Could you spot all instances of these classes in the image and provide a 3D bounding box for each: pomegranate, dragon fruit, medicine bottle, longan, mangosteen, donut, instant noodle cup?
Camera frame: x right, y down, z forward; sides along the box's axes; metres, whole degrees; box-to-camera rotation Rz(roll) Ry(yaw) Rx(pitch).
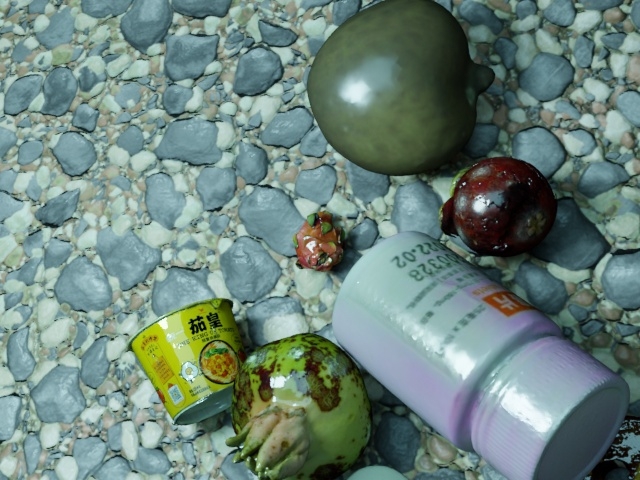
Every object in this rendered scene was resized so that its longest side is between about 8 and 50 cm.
[{"bbox_3d":[-0.025,0.253,1.436,0.204,0.276,0.221,-22,97,-2],"label":"pomegranate"},{"bbox_3d":[-0.001,-0.002,1.645,0.081,0.086,0.116,-35,46,43],"label":"dragon fruit"},{"bbox_3d":[0.211,0.164,1.396,0.219,0.219,0.388,-48,50,-6],"label":"medicine bottle"},{"bbox_3d":[0.127,-0.245,1.618,0.300,0.243,0.300,0,85,-4],"label":"longan"},{"bbox_3d":[0.265,-0.054,1.550,0.180,0.166,0.166,20,73,54],"label":"mangosteen"},{"bbox_3d":[0.399,0.325,1.396,0.184,0.073,0.166,-20,63,9],"label":"donut"},{"bbox_3d":[-0.191,0.193,1.574,0.182,0.182,0.144,-28,72,4],"label":"instant noodle cup"}]

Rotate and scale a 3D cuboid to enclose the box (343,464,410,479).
[{"bbox_3d":[0.081,0.529,1.299,0.396,0.111,0.397,38,51,27],"label":"box"}]
